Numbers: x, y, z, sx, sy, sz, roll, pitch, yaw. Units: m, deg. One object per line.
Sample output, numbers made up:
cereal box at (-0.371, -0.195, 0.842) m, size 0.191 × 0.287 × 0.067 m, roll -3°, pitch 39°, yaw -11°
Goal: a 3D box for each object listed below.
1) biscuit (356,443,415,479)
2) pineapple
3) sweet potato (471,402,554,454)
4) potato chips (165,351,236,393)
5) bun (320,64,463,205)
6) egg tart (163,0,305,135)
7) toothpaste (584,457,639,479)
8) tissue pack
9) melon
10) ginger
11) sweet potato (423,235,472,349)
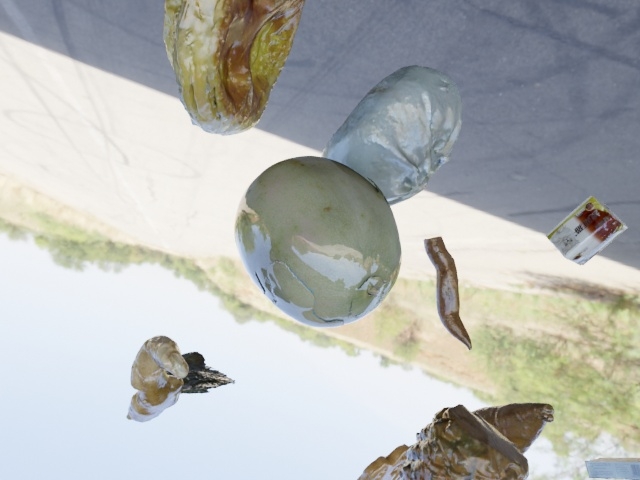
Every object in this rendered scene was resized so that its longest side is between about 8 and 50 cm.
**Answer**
biscuit at (0.112, 0.389, 1.005) m, size 0.027 × 0.133 × 0.184 m, roll 45°, pitch -171°, yaw 32°
pineapple at (0.118, 0.307, 0.680) m, size 0.128 × 0.248 × 0.128 m, roll 34°, pitch -167°, yaw -9°
sweet potato at (0.277, 0.359, 1.059) m, size 0.131 × 0.131 × 0.336 m, roll 18°, pitch 135°, yaw -12°
potato chips at (-0.212, 0.227, 1.027) m, size 0.142 × 0.026 × 0.209 m, roll 8°, pitch -177°, yaw -6°
bun at (0.152, -0.187, 1.243) m, size 0.194 × 0.354 × 0.354 m, roll 44°, pitch 179°, yaw 12°
egg tart at (-0.184, -0.426, 1.194) m, size 0.178 × 0.443 × 0.443 m, roll 23°, pitch 176°, yaw 13°
toothpaste at (0.584, 0.441, 1.170) m, size 0.046 × 0.034 × 0.164 m, roll -5°, pitch 162°, yaw -17°
tissue pack at (0.662, -0.022, 1.506) m, size 0.106 × 0.148 × 0.099 m, roll 15°, pitch -144°, yaw -46°
melon at (0.000, 0.000, 1.015) m, size 0.268 × 0.268 × 0.330 m, roll 21°, pitch -162°, yaw -38°
ginger at (-0.232, 0.207, 0.870) m, size 0.089 × 0.075 × 0.288 m, roll -9°, pitch 151°, yaw -29°
sweet potato at (0.310, 0.128, 1.473) m, size 0.067 × 0.281 × 0.059 m, roll -13°, pitch 176°, yaw 20°
